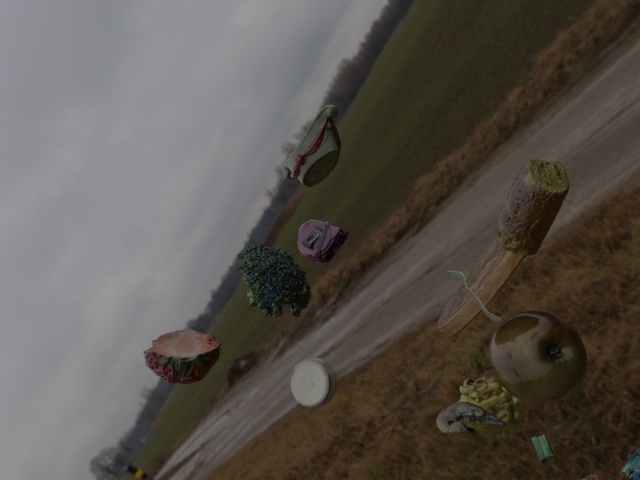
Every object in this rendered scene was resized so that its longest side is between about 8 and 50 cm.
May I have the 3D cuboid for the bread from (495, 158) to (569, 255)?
[{"bbox_3d":[0.429,-0.068,1.132,0.132,0.103,0.172,-72,-4,-49],"label":"bread"}]

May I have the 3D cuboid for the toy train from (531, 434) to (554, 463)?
[{"bbox_3d":[0.782,0.732,1.947,0.056,0.038,0.093,-26,44,17],"label":"toy train"}]

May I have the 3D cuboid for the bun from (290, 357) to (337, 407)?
[{"bbox_3d":[-0.008,0.393,1.536,0.138,0.138,0.094,-57,-31,9],"label":"bun"}]

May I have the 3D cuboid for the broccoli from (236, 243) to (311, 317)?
[{"bbox_3d":[-0.108,0.094,1.177,0.160,0.167,0.154,-32,52,47],"label":"broccoli"}]

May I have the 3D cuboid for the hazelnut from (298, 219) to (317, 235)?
[{"bbox_3d":[-0.030,-0.028,1.729,0.086,0.086,0.086,-58,5,8],"label":"hazelnut"}]

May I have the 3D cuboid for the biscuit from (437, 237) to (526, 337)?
[{"bbox_3d":[0.478,0.109,1.588,0.385,0.062,0.365,-57,-6,32],"label":"biscuit"}]

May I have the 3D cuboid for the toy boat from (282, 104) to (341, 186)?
[{"bbox_3d":[-0.012,-0.150,0.962,0.089,0.071,0.185,-7,-29,-37],"label":"toy boat"}]

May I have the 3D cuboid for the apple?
[{"bbox_3d":[0.592,0.309,1.492,0.256,0.257,0.234,-60,-3,-22],"label":"apple"}]

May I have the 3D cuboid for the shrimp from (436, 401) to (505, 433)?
[{"bbox_3d":[0.442,0.549,1.700,0.145,0.059,0.254,-26,6,-19],"label":"shrimp"}]

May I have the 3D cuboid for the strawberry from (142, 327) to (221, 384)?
[{"bbox_3d":[-0.276,0.228,1.103,0.187,0.147,0.082,-123,43,-73],"label":"strawberry"}]

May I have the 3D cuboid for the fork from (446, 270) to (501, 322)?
[{"bbox_3d":[0.355,0.123,1.274,0.029,0.034,0.219,-22,28,-7],"label":"fork"}]

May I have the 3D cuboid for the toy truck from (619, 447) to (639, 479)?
[{"bbox_3d":[0.788,0.560,1.351,0.081,0.067,0.175,-58,-26,-2],"label":"toy truck"}]

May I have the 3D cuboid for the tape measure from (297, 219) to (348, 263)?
[{"bbox_3d":[0.000,0.000,1.544,0.125,0.118,0.074,-57,-39,-14],"label":"tape measure"}]

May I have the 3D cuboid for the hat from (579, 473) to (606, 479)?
[{"bbox_3d":[0.913,0.860,1.916,0.112,0.162,0.093,-53,34,26],"label":"hat"}]

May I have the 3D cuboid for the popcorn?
[{"bbox_3d":[0.702,0.686,2.305,0.215,0.287,0.252,-92,-9,-67],"label":"popcorn"}]
